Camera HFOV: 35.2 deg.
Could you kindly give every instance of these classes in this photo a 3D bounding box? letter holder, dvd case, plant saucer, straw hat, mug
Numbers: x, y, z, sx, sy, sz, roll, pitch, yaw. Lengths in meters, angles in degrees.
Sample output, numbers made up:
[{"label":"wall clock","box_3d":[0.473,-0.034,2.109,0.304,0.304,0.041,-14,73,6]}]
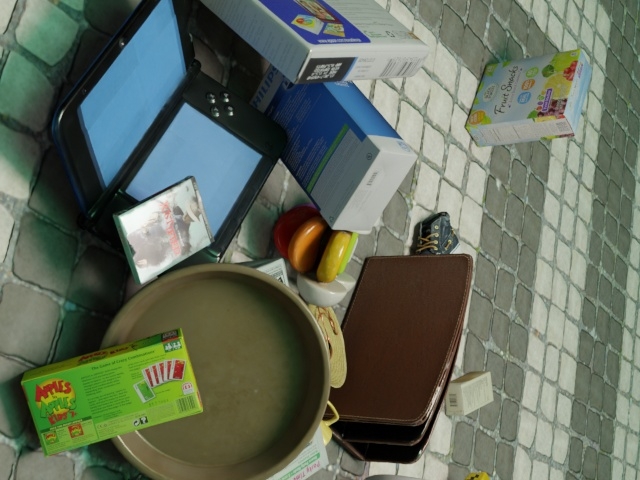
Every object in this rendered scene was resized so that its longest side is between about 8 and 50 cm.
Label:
[{"label":"letter holder","box_3d":[0.152,0.183,1.582,0.152,0.214,0.302,48,51,-38]},{"label":"dvd case","box_3d":[-0.179,-0.013,1.165,0.119,0.013,0.087,-33,116,-42]},{"label":"plant saucer","box_3d":[-0.126,0.162,1.196,0.277,0.041,0.278,-1,97,-9]},{"label":"straw hat","box_3d":[-0.016,0.156,1.493,0.144,0.061,0.144,52,28,-44]},{"label":"mug","box_3d":[-0.021,0.268,1.480,0.078,0.062,0.064,-45,113,-36]}]

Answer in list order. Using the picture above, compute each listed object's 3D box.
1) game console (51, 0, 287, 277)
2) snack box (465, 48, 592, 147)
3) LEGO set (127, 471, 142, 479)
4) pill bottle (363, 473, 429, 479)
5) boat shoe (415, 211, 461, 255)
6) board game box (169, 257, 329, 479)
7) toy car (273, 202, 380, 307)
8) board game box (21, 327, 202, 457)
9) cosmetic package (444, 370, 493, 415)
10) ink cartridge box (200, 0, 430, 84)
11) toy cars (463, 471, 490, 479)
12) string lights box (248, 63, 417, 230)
[{"label":"game console","box_3d":[-0.166,-0.131,1.223,0.250,0.173,0.293,34,56,-10]},{"label":"snack box","box_3d":[0.405,-0.275,1.961,0.070,0.207,0.174,49,50,-38]},{"label":"LEGO set","box_3d":[-0.231,0.316,1.238,0.054,0.023,0.083,-63,146,-31]},{"label":"pill bottle","box_3d":[0.126,0.555,1.517,0.210,0.210,0.363,38,58,-44]},{"label":"boat shoe","box_3d":[0.191,0.014,1.777,0.183,0.065,0.083,-41,115,-57]},{"label":"board game box","box_3d":[-0.116,0.198,1.334,0.224,0.097,0.303,-21,102,-50]},{"label":"toy car","box_3d":[0.000,0.000,1.473,0.182,0.136,0.159,-38,149,-75]},{"label":"board game box","box_3d":[-0.233,0.170,1.136,0.181,0.043,0.092,-15,102,-7]},{"label":"cosmetic package","box_3d":[0.275,0.283,1.873,0.115,0.041,0.060,-9,93,-52]},{"label":"ink cartridge box","box_3d":[-0.037,-0.337,1.420,0.303,0.307,0.072,-17,143,-52]},{"label":"toy cars","box_3d":[0.226,0.598,1.749,0.176,0.087,0.394,13,79,-46]},{"label":"string lights box","box_3d":[0.007,-0.148,1.376,0.076,0.133,0.260,2,41,-42]}]
